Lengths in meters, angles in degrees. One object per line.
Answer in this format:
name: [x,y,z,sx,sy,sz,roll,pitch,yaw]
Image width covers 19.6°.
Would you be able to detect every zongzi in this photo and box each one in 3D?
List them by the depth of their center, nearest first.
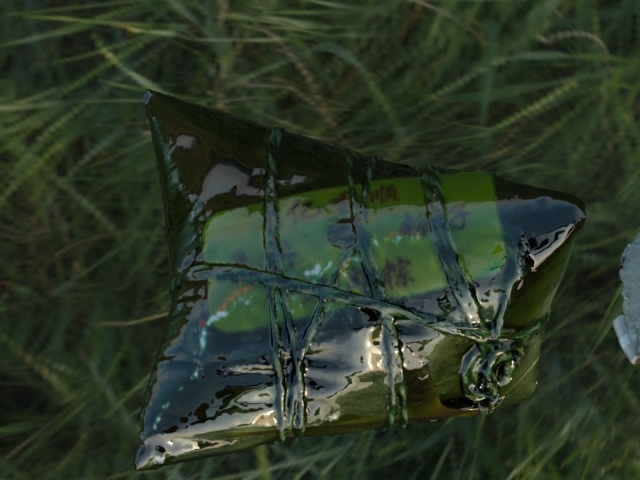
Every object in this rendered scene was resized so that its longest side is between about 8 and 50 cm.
zongzi: [0.000,0.000,1.535,0.383,0.319,0.362,-9,58,-13]

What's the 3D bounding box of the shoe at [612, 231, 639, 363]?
shoe: [0.329,0.009,1.019,0.351,0.198,0.172,-37,68,46]
